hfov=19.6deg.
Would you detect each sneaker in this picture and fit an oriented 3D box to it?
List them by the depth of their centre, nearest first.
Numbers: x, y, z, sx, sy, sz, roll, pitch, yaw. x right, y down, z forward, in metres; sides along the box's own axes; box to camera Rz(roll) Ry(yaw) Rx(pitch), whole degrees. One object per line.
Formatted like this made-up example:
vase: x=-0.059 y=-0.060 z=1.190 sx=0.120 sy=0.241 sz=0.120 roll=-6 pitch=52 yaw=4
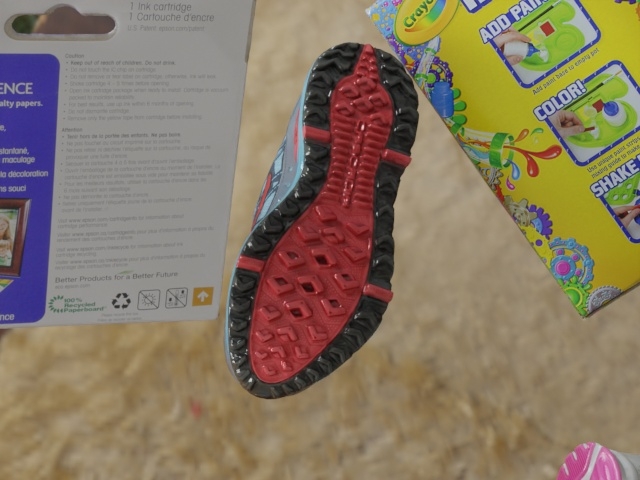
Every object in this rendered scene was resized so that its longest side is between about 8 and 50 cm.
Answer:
sneaker: x=0.000 y=0.000 z=1.267 sx=0.104 sy=0.125 sz=0.262 roll=22 pitch=64 yaw=-5
sneaker: x=0.254 y=0.280 z=1.785 sx=0.111 sy=0.103 sz=0.252 roll=7 pitch=149 yaw=-27

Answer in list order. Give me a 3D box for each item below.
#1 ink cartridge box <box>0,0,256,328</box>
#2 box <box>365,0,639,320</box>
ink cartridge box: x=-0.144 y=-0.050 z=0.986 sx=0.206 sy=0.045 sz=0.208 roll=-1 pitch=119 yaw=-19
box: x=0.198 y=-0.134 z=1.432 sx=0.177 sy=0.290 sz=0.279 roll=-34 pitch=98 yaw=17
